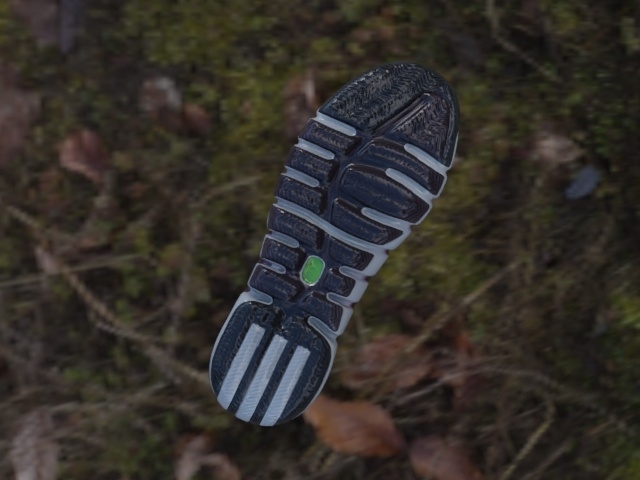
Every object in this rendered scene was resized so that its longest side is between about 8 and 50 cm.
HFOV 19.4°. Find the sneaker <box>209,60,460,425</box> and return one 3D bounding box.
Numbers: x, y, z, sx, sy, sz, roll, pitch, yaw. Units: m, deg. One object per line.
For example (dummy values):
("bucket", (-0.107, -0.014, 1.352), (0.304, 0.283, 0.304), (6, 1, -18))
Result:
("sneaker", (0.000, 0.000, 1.373), (0.106, 0.162, 0.281), (31, 86, -2))
